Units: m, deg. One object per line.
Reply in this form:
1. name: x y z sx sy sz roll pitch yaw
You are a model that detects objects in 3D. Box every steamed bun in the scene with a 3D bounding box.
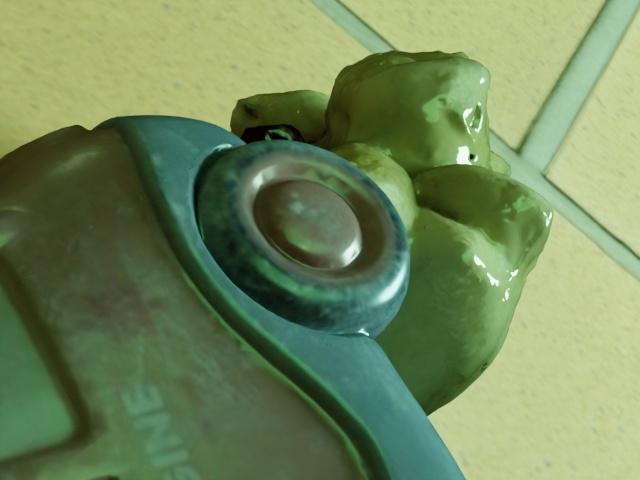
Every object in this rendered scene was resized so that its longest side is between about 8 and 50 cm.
1. steamed bun: 0.000 0.000 0.688 0.106 0.192 0.177 44 42 -23

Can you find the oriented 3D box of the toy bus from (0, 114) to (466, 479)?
1. toy bus: -0.074 0.114 0.510 0.232 0.197 0.294 -11 62 -36
